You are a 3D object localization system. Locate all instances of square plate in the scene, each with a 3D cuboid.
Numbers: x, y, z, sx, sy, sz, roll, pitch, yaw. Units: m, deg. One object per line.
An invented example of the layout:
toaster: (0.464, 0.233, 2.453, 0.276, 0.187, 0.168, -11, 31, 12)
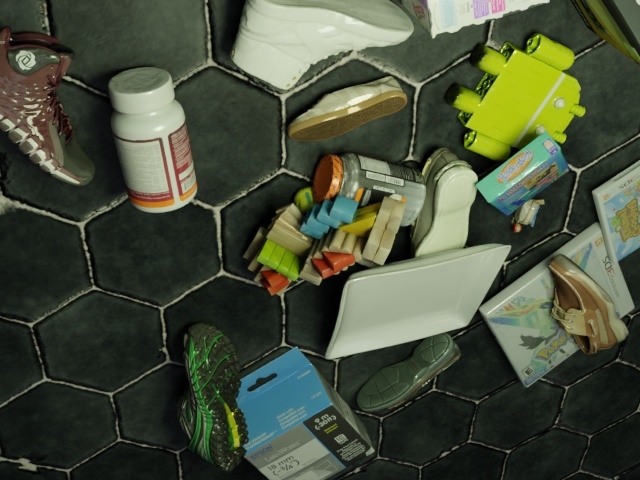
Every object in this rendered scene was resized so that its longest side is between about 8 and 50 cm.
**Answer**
square plate: (0.186, 0.121, 1.669, 0.348, 0.049, 0.344, -12, 149, -15)

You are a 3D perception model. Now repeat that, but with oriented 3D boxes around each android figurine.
android figurine: (0.375, -0.261, 1.509, 0.273, 0.056, 0.248, 20, 117, -26)

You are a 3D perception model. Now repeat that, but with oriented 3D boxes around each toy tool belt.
toy tool belt: (0.435, -0.051, 1.682, 0.051, 0.052, 0.083, 2, 125, -8)

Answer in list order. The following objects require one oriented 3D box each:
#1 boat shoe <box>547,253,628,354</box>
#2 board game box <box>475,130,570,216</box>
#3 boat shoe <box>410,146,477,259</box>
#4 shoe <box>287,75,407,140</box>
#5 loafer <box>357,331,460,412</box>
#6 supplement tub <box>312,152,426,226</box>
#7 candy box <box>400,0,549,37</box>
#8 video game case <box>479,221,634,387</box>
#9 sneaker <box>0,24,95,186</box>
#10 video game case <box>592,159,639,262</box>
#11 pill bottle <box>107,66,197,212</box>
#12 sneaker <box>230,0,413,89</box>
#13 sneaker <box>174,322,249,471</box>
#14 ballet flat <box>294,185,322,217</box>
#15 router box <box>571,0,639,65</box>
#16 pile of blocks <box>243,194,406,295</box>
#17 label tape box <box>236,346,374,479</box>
boat shoe: (0.568, 0.154, 1.758, 0.116, 0.123, 0.324, -40, 126, 4)
board game box: (0.393, -0.122, 1.547, 0.160, 0.047, 0.210, -38, 163, 14)
boat shoe: (0.231, -0.047, 1.595, 0.109, 0.091, 0.305, -13, 139, -20)
shoe: (0.043, -0.234, 1.434, 0.219, 0.058, 0.076, -18, 159, 2)
loafer: (0.211, 0.320, 1.864, 0.268, 0.096, 0.084, -38, 133, 10)
supplement tub: (0.089, -0.097, 1.503, 0.191, 0.117, 0.117, 10, 122, -23)
candy box: (0.238, -0.410, 1.287, 0.196, 0.164, 0.070, -18, 128, -3)
video game case: (0.549, 0.155, 1.845, 0.329, 0.036, 0.300, -36, 127, -1)
sneaker: (-0.423, -0.218, 1.272, 0.163, 0.106, 0.281, -38, 126, 8)
video game case: (0.686, -0.076, 1.734, 0.193, 0.023, 0.212, -33, 128, -4)
pill bottle: (-0.279, -0.166, 1.339, 0.121, 0.121, 0.221, -11, 127, -9)
sneaker: (-0.004, -0.330, 1.329, 0.293, 0.108, 0.169, 2, 141, -26)
sneaker: (-0.255, 0.331, 1.705, 0.146, 0.134, 0.343, 9, 115, 27)
ballet flat: (0.000, 0.000, 1.572, 0.077, 0.077, 0.230, -20, 129, -3)
router box: (0.456, -0.424, 1.293, 0.081, 0.243, 0.309, -40, 126, 13)
pile of blocks: (-0.014, 0.013, 1.454, 0.362, 0.112, 0.149, -23, 121, 36)
label tape box: (-0.061, 0.427, 1.850, 0.241, 0.106, 0.333, -32, 128, 7)
